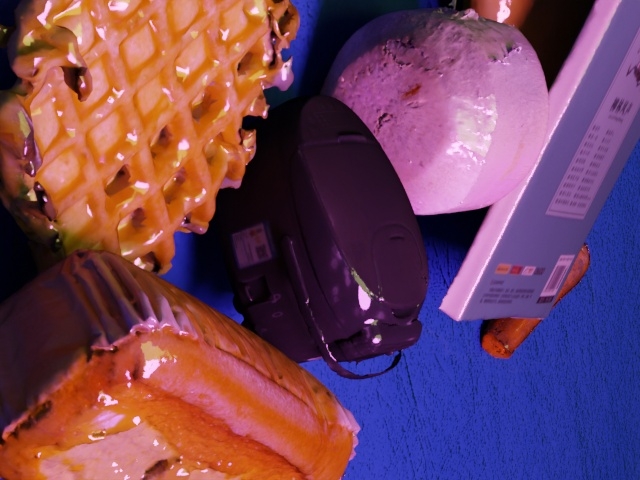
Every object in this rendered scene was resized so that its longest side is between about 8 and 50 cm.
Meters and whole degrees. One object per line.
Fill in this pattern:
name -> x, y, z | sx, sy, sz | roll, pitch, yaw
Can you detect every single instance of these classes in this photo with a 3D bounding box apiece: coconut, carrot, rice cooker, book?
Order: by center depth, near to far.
rice cooker -> 0.001, 0.001, 1.223 | 0.142, 0.118, 0.203 | 0, 73, -58
coconut -> 0.094, -0.104, 1.336 | 0.183, 0.171, 0.170 | -18, 116, -57
book -> 0.235, -0.101, 1.479 | 0.379, 0.031, 0.264 | -64, 159, 8
carrot -> 0.210, 0.053, 1.704 | 0.161, 0.055, 0.055 | -45, 137, -32

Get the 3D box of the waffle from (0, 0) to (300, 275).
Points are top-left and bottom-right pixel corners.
waffle -> -0.108, -0.077, 1.055 | 0.280, 0.060, 0.262 | -2, 116, -62

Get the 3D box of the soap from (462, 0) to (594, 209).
soap -> 0.222, -0.187, 1.568 | 0.306, 0.115, 0.427 | -45, 137, -38

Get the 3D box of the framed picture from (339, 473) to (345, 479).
framed picture -> -0.045, 0.249, 1.384 | 0.195, 0.010, 0.199 | 31, 74, -59

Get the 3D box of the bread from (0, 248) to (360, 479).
bread -> -0.099, 0.105, 1.083 | 0.152, 0.119, 0.288 | -37, 148, 9
